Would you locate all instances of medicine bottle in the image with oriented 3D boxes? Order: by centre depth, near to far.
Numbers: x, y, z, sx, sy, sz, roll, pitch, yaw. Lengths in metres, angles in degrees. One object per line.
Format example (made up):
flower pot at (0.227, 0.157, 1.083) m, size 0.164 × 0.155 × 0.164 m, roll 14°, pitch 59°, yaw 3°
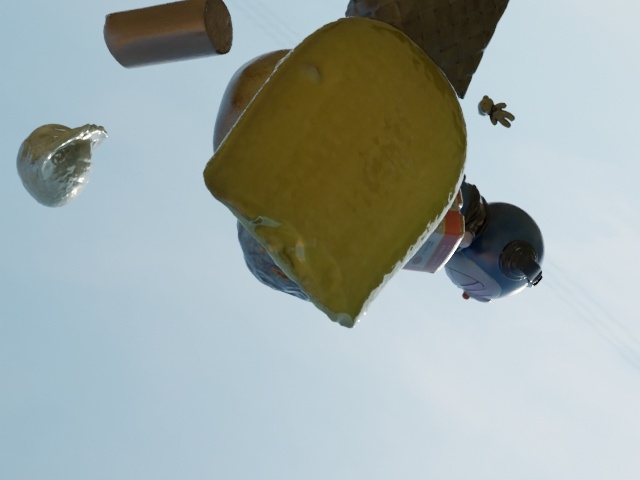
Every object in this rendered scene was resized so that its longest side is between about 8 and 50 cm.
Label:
medicine bottle at (0.114, -0.030, 1.689) m, size 0.222 × 0.149 × 0.112 m, roll 6°, pitch -120°, yaw -12°

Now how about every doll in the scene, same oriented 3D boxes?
doll at (0.359, 0.003, 2.276) m, size 0.310 × 0.240 × 0.284 m, roll 41°, pitch 175°, yaw -20°
doll at (0.423, -0.311, 2.444) m, size 0.093 × 0.062 × 0.051 m, roll 24°, pitch -152°, yaw -3°

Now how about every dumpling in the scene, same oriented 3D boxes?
dumpling at (-0.427, -0.138, 1.690) m, size 0.166 × 0.216 × 0.126 m, roll -42°, pitch -112°, yaw -16°

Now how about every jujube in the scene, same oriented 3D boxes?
jujube at (-0.001, -0.004, 1.901) m, size 0.307 × 0.215 × 0.247 m, roll 7°, pitch -135°, yaw 9°

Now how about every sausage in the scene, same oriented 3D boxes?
sausage at (-0.315, -0.421, 2.064) m, size 0.252 × 0.123 × 0.123 m, roll -5°, pitch -159°, yaw 19°

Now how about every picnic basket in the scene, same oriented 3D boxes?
picnic basket at (0.157, -0.450, 1.881) m, size 0.293 × 0.337 × 0.337 m, roll 25°, pitch -155°, yaw -38°

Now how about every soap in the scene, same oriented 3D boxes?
soap at (0.040, -0.110, 1.327) m, size 0.306 × 0.115 × 0.427 m, roll 46°, pitch -123°, yaw -10°

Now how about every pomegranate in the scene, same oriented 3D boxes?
pomegranate at (-0.036, -0.215, 2.185) m, size 0.416 × 0.417 × 0.417 m, roll 23°, pitch -152°, yaw -13°
